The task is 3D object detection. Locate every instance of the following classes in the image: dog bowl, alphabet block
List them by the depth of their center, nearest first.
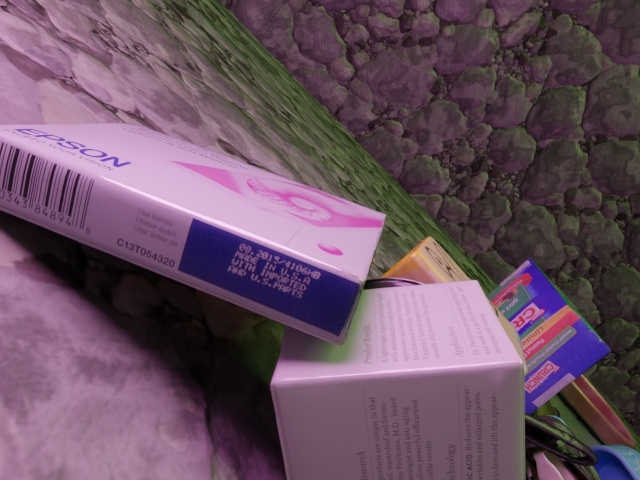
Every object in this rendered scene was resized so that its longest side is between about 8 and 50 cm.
[{"bbox_3d":[0.139,0.133,0.704,0.197,0.193,0.192,49,15,8],"label":"alphabet block"},{"bbox_3d":[0.615,0.542,1.003,0.074,0.166,0.297,26,25,-25],"label":"dog bowl"},{"bbox_3d":[0.635,0.423,1.326,0.408,0.150,0.408,41,18,-17],"label":"dog bowl"}]

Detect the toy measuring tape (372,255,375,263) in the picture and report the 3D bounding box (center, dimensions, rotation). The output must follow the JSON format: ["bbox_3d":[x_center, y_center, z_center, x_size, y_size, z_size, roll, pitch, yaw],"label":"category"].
[{"bbox_3d":[0.000,0.000,0.805,0.330,0.121,0.121,24,28,-52],"label":"toy measuring tape"}]

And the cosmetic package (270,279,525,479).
[{"bbox_3d":[0.066,0.138,0.448,0.151,0.184,0.151,-75,158,-71],"label":"cosmetic package"}]

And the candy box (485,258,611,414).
[{"bbox_3d":[0.413,0.208,1.069,0.122,0.268,0.317,42,17,-5],"label":"candy box"}]

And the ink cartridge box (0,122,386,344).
[{"bbox_3d":[-0.095,-0.043,0.527,0.324,0.071,0.330,20,18,5],"label":"ink cartridge box"}]

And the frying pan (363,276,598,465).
[{"bbox_3d":[0.127,0.183,0.573,0.326,0.197,0.053,48,29,-3],"label":"frying pan"}]

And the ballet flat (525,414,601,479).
[{"bbox_3d":[0.381,0.393,0.728,0.096,0.095,0.280,-16,65,-47],"label":"ballet flat"}]

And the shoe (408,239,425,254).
[{"bbox_3d":[0.256,0.099,1.033,0.219,0.058,0.076,51,-15,-1],"label":"shoe"}]

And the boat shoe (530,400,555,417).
[{"bbox_3d":[0.443,0.373,1.073,0.102,0.092,0.285,64,21,-2],"label":"boat shoe"}]

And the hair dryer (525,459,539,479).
[{"bbox_3d":[0.325,0.407,0.791,0.294,0.080,0.223,26,42,-38],"label":"hair dryer"}]
